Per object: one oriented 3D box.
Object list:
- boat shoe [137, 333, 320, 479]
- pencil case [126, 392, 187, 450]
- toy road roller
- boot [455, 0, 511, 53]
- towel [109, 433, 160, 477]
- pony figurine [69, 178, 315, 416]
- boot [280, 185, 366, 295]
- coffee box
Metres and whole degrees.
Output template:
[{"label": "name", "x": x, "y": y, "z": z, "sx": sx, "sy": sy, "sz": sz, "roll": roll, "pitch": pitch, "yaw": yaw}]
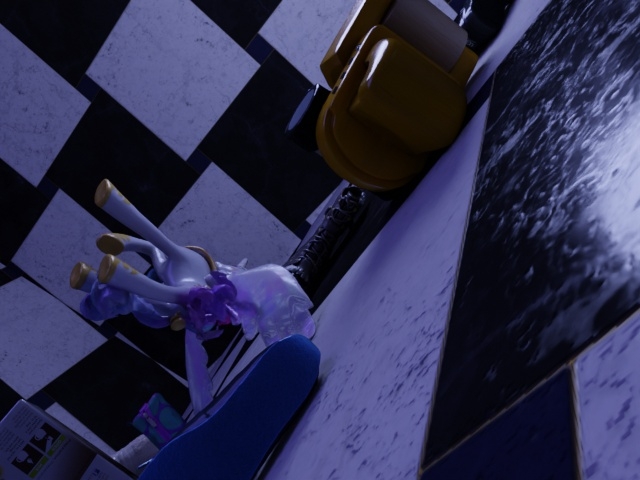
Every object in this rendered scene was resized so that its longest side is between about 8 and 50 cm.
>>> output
[{"label": "boat shoe", "x": -0.089, "y": 0.213, "z": 0.649, "sx": 0.258, "sy": 0.109, "sz": 0.089, "roll": -41, "pitch": -6, "yaw": -8}, {"label": "pencil case", "x": -0.221, "y": 0.309, "z": 0.940, "sx": 0.064, "sy": 0.151, "sz": 0.070, "roll": -48, "pitch": -12, "yaw": -6}, {"label": "toy road roller", "x": 0.118, "y": -0.226, "z": 0.880, "sx": 0.329, "sy": 0.202, "sz": 0.240, "roll": -62, "pitch": 17, "yaw": -11}, {"label": "boot", "x": 0.262, "y": -0.396, "z": 1.155, "sx": 0.207, "sy": 0.094, "sz": 0.246, "roll": -45, "pitch": 17, "yaw": 52}, {"label": "towel", "x": -0.426, "y": 0.544, "z": 1.358, "sx": 0.187, "sy": 0.049, "sz": 0.282, "roll": -30, "pitch": -35, "yaw": -32}, {"label": "pony figurine", "x": -0.200, "y": 0.095, "z": 0.983, "sx": 0.303, "sy": 0.363, "sz": 0.351, "roll": -46, "pitch": 40, "yaw": 19}, {"label": "boot", "x": 0.000, "y": 0.000, "z": 1.207, "sx": 0.229, "sy": 0.091, "sz": 0.263, "roll": -55, "pitch": 2, "yaw": 26}, {"label": "coffee box", "x": -0.347, "y": 0.372, "z": 0.899, "sx": 0.119, "sy": 0.297, "sz": 0.168, "roll": -54, "pitch": 2, "yaw": -25}]
